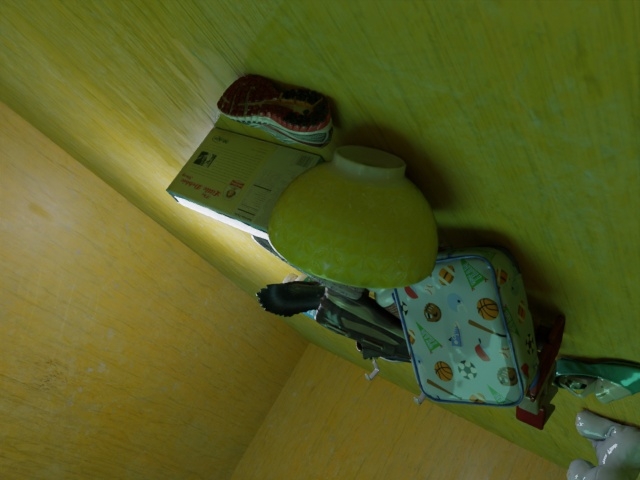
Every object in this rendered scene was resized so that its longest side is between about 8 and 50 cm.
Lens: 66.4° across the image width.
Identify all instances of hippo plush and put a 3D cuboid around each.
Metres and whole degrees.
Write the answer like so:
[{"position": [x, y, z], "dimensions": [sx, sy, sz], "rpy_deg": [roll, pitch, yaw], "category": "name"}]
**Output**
[{"position": [0.828, 0.641, 1.348], "dimensions": [0.234, 0.237, 0.294], "rpy_deg": [36, 163, -13], "category": "hippo plush"}]

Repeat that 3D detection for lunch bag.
[{"position": [0.260, 0.152, 0.915], "dimensions": [0.243, 0.115, 0.304], "rpy_deg": [-11, 94, 44], "category": "lunch bag"}]

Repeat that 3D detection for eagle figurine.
[{"position": [-0.001, 0.107, 1.380], "dimensions": [0.298, 0.226, 0.225], "rpy_deg": [11, 122, 11], "category": "eagle figurine"}]

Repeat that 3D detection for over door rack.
[{"position": [0.244, 0.344, 1.620], "dimensions": [0.239, 0.108, 0.324], "rpy_deg": [12, 119, 48], "category": "over door rack"}]

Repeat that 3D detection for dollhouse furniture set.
[{"position": [0.412, 0.299, 1.103], "dimensions": [0.201, 0.152, 0.374], "rpy_deg": [19, 142, 36], "category": "dollhouse furniture set"}]

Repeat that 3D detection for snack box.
[{"position": [-0.160, -0.124, 1.027], "dimensions": [0.321, 0.187, 0.060], "rpy_deg": [22, 161, 33], "category": "snack box"}]

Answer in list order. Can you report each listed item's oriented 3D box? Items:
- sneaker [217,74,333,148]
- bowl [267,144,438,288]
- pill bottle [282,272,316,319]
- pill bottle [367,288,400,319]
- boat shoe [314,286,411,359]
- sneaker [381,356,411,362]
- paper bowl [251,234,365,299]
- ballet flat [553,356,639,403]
[{"position": [-0.080, -0.206, 0.822], "dimensions": [0.225, 0.088, 0.093], "rpy_deg": [25, 163, 24], "category": "sneaker"}, {"position": [0.065, -0.063, 0.795], "dimensions": [0.289, 0.289, 0.156], "rpy_deg": [24, 118, 26], "category": "bowl"}, {"position": [-0.017, 0.215, 1.815], "dimensions": [0.264, 0.146, 0.146], "rpy_deg": [23, 162, 26], "category": "pill bottle"}, {"position": [0.213, 0.134, 1.210], "dimensions": [0.216, 0.121, 0.121], "rpy_deg": [36, 163, -13], "category": "pill bottle"}, {"position": [0.139, 0.232, 1.258], "dimensions": [0.355, 0.130, 0.132], "rpy_deg": [33, -165, -12], "category": "boat shoe"}, {"position": [0.306, 0.372, 1.729], "dimensions": [0.321, 0.126, 0.127], "rpy_deg": [3, 153, 39], "category": "sneaker"}, {"position": [0.000, 0.000, 1.093], "dimensions": [0.284, 0.148, 0.284], "rpy_deg": [30, 180, 0], "category": "paper bowl"}, {"position": [0.607, 0.312, 1.068], "dimensions": [0.083, 0.087, 0.247], "rpy_deg": [35, 163, -9], "category": "ballet flat"}]
